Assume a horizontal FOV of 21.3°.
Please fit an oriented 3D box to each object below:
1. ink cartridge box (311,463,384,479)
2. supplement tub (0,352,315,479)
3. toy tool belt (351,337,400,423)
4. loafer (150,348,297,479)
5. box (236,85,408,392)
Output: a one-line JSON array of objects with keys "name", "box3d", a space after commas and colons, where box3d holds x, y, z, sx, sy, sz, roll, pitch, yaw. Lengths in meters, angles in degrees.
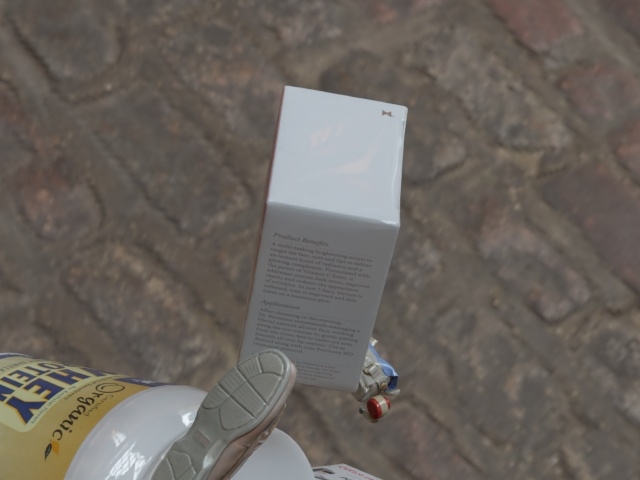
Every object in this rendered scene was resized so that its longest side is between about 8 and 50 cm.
[{"name": "ink cartridge box", "box3d": [-0.002, 0.253, 1.598, 0.135, 0.099, 0.056, 0, 99, -40]}, {"name": "supplement tub", "box3d": [-0.180, 0.219, 1.377, 0.316, 0.228, 0.228, 6, 37, 38]}, {"name": "toy tool belt", "box3d": [0.050, 0.122, 1.550, 0.051, 0.052, 0.083, -20, 54, -29]}, {"name": "loafer", "box3d": [-0.057, 0.121, 1.068, 0.045, 0.125, 0.039, 45, 7, 38]}, {"name": "box", "box3d": [0.000, 0.000, 1.201, 0.091, 0.170, 0.130, 10, 42, -2]}]
